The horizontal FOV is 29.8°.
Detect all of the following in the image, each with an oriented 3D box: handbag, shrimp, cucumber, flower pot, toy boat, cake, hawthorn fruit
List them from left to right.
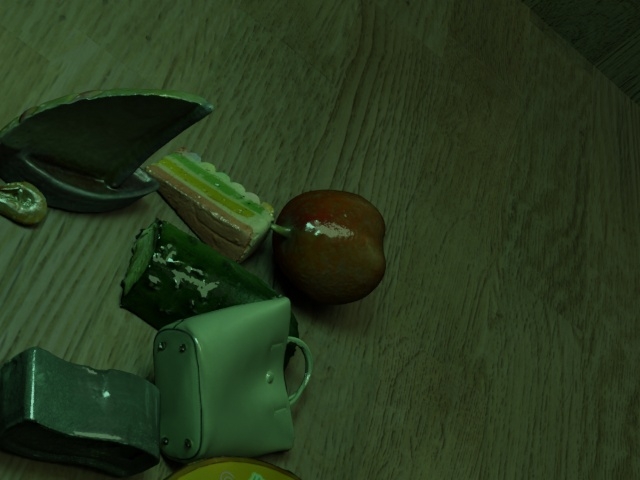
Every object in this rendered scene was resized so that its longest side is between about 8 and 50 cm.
[{"bbox_3d":[-0.445,-0.063,1.737,0.108,0.023,0.059,30,75,-24],"label":"shrimp"},{"bbox_3d":[-0.314,0.231,1.578,0.229,0.103,0.108,23,46,-34],"label":"flower pot"},{"bbox_3d":[-0.337,-0.147,1.762,0.276,0.293,0.111,4,55,-26],"label":"toy boat"},{"bbox_3d":[-0.176,-0.070,1.985,0.225,0.090,0.109,48,41,-3],"label":"cake"},{"bbox_3d":[-0.150,0.105,1.857,0.325,0.105,0.145,36,39,-23],"label":"cucumber"},{"bbox_3d":[-0.100,0.206,1.775,0.315,0.109,0.241,-3,94,-46],"label":"handbag"},{"bbox_3d":[0.000,0.000,2.008,0.251,0.199,0.199,22,44,-51],"label":"hawthorn fruit"}]

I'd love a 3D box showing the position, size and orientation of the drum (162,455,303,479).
[{"bbox_3d":[-0.124,0.496,1.467,0.431,0.214,0.431,27,44,-30],"label":"drum"}]
